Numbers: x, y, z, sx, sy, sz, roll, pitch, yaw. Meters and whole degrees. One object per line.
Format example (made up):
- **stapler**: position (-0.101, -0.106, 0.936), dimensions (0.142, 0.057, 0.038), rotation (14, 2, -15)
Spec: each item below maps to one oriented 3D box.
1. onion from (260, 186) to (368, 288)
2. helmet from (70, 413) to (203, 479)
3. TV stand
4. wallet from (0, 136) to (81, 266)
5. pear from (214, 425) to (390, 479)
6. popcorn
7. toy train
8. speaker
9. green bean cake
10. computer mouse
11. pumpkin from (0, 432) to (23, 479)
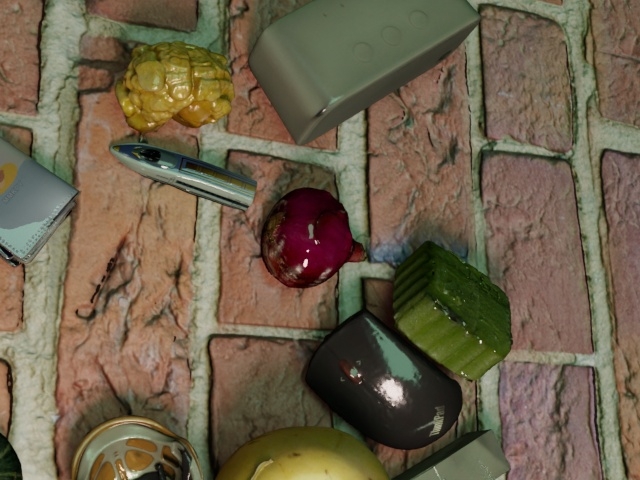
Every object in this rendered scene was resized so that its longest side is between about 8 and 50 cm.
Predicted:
- **onion**: position (0.006, -0.003, 1.868), dimensions (0.198, 0.135, 0.173), rotation (9, 76, -23)
- **helmet**: position (-0.272, 0.386, 1.644), dimensions (0.198, 0.130, 0.224), rotation (-21, 57, -23)
- **TV stand**: position (0.188, 0.417, 1.858), dimensions (0.269, 0.088, 0.083), rotation (-26, 87, -26)
- **wallet**: position (-0.510, -0.078, 1.707), dimensions (0.231, 0.069, 0.170), rotation (37, 61, -4)
- **pear**: position (-0.025, 0.421, 1.647), dimensions (0.309, 0.309, 0.309), rotation (6, 74, -22)
- **popcorn**: position (-0.243, -0.262, 1.820), dimensions (0.194, 0.163, 0.140), rotation (-11, 53, 1)
- **toy train**: position (-0.230, -0.116, 1.846), dimensions (0.251, 0.048, 0.055), rotation (19, 67, -17)
- **speaker**: position (0.075, -0.353, 1.970), dimensions (0.406, 0.183, 0.184), rotation (-33, 85, -26)
- **green bean cake**: position (0.225, 0.120, 1.896), dimensions (0.200, 0.113, 0.214), rotation (35, 30, -13)
- **computer mouse**: position (0.109, 0.249, 1.826), dimensions (0.269, 0.100, 0.170), rotation (39, 102, -7)
- **pumpkin**: position (-0.504, 0.341, 1.562), dimensions (0.167, 0.125, 0.167), rotation (9, 66, -22)
